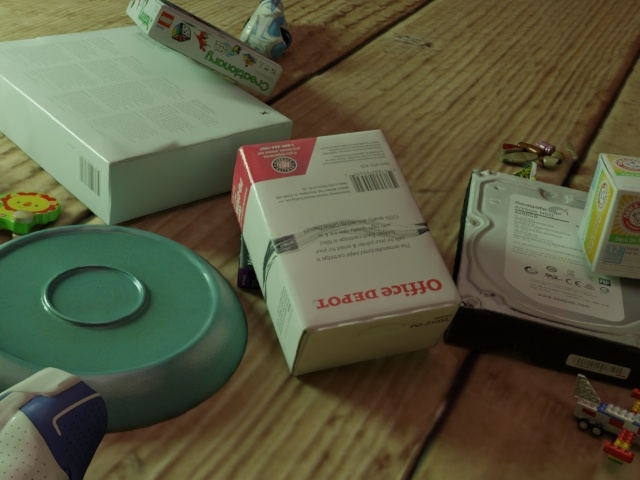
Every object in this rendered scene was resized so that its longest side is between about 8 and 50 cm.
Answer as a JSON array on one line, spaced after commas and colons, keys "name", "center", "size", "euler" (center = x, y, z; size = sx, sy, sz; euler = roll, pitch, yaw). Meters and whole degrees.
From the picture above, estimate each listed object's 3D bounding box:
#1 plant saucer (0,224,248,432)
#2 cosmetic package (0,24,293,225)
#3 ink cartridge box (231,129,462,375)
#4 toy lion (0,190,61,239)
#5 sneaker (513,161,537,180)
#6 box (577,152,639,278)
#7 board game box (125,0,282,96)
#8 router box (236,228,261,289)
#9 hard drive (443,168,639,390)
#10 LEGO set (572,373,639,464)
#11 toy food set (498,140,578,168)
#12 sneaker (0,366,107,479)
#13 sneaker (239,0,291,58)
[{"name": "plant saucer", "center": [-0.230, 0.068, 0.923], "size": [0.317, 0.044, 0.317], "euler": [7, 33, -4]}, {"name": "cosmetic package", "center": [-0.268, -0.177, 1.240], "size": [0.284, 0.097, 0.377], "euler": [-21, 44, -38]}, {"name": "ink cartridge box", "center": [0.020, 0.008, 0.958], "size": [0.172, 0.100, 0.237], "euler": [-9, 56, -19]}, {"name": "toy lion", "center": [-0.361, -0.036, 1.061], "size": [0.100, 0.034, 0.096], "euler": [9, 26, -1]}, {"name": "sneaker", "center": [0.299, -0.095, 1.328], "size": [0.035, 0.031, 0.083], "euler": [12, 32, 4]}, {"name": "box", "center": [0.416, -0.021, 1.041], "size": [0.203, 0.114, 0.103], "euler": [7, 29, 2]}, {"name": "board game box", "center": [-0.185, -0.309, 1.375], "size": [0.193, 0.053, 0.305], "euler": [24, 11, -23]}, {"name": "router box", "center": [-0.028, -0.022, 1.064], "size": [0.133, 0.046, 0.179], "euler": [5, 53, -8]}, {"name": "hard drive", "center": [0.284, 0.030, 1.104], "size": [0.237, 0.064, 0.339], "euler": [14, 32, 6]}, {"name": "LEGO set", "center": [0.358, 0.202, 0.865], "size": [0.244, 0.060, 0.182], "euler": [-2, 31, -17]}, {"name": "toy food set", "center": [0.336, -0.135, 1.415], "size": [0.122, 0.019, 0.078], "euler": [1, 32, 0]}, {"name": "sneaker", "center": [-0.207, 0.247, 0.593], "size": [0.182, 0.127, 0.315], "euler": [22, 41, 11]}, {"name": "sneaker", "center": [-0.092, -0.383, 1.637], "size": [0.086, 0.085, 0.237], "euler": [33, 26, -14]}]
